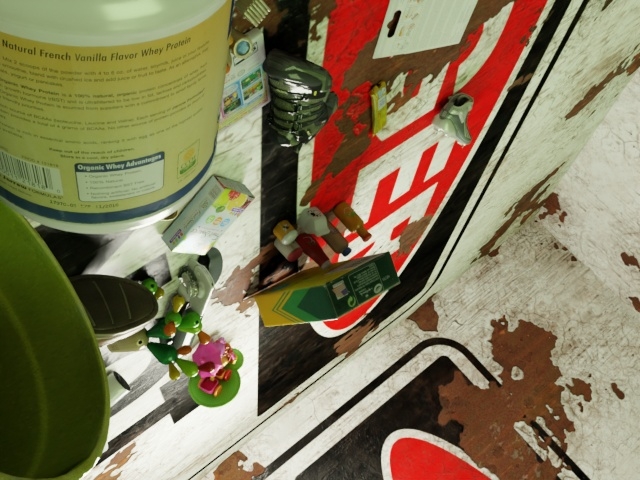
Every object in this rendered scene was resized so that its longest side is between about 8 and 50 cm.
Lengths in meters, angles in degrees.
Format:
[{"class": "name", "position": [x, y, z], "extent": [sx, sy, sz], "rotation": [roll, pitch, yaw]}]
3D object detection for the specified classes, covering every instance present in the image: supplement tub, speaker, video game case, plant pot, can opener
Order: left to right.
[{"class": "plant pot", "position": [-0.444, 0.136, 0.585], "extent": [0.352, 0.367, 0.366], "rotation": [-31, 160, 2]}, {"class": "supplement tub", "position": [-0.185, -0.179, 0.531], "extent": [0.228, 0.228, 0.316], "rotation": [-30, 157, -31]}, {"class": "speaker", "position": [-0.452, 0.326, 1.333], "extent": [0.136, 0.055, 0.055], "rotation": [-41, 160, -6]}, {"class": "can opener", "position": [-0.247, 0.131, 1.285], "extent": [0.093, 0.074, 0.280], "rotation": [-24, 153, -43]}, {"class": "video game case", "position": [-0.138, -0.197, 0.897], "extent": [0.157, 0.019, 0.143], "rotation": [-37, 160, -16]}]

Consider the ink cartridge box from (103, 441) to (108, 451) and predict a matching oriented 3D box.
[{"class": "ink cartridge box", "position": [-0.513, 0.421, 1.361], "extent": [0.122, 0.088, 0.052], "rotation": [-28, 153, -36]}]

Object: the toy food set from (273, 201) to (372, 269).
[{"class": "toy food set", "position": [0.000, 0.000, 1.433], "extent": [0.232, 0.104, 0.111], "rotation": [-17, 149, -50]}]

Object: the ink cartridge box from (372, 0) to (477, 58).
[{"class": "ink cartridge box", "position": [0.173, -0.380, 1.099], "extent": [0.179, 0.045, 0.145], "rotation": [-14, 151, -19]}]

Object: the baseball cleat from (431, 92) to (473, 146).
[{"class": "baseball cleat", "position": [0.325, -0.278, 1.526], "extent": [0.109, 0.072, 0.206], "rotation": [-56, 161, 17]}]

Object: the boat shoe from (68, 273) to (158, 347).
[{"class": "boat shoe", "position": [-0.394, 0.131, 0.981], "extent": [0.307, 0.111, 0.104], "rotation": [-7, 145, -43]}]

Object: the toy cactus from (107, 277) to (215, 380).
[{"class": "toy cactus", "position": [-0.298, 0.175, 1.192], "extent": [0.180, 0.112, 0.219], "rotation": [-15, 128, 11]}]

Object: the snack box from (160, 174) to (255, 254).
[{"class": "snack box", "position": [-0.185, -0.039, 1.103], "extent": [0.141, 0.037, 0.100], "rotation": [-47, 159, 13]}]

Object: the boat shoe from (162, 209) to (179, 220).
[{"class": "boat shoe", "position": [-0.236, -0.064, 0.899], "extent": [0.063, 0.059, 0.170], "rotation": [-41, 167, 4]}]

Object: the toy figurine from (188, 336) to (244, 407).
[{"class": "toy figurine", "position": [-0.249, 0.291, 1.591], "extent": [0.173, 0.130, 0.159], "rotation": [-55, 161, -35]}]

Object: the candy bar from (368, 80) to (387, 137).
[{"class": "candy bar", "position": [0.111, -0.247, 1.260], "extent": [0.040, 0.018, 0.161], "rotation": [-42, 160, -10]}]

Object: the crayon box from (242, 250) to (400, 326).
[{"class": "crayon box", "position": [-0.004, 0.113, 1.478], "extent": [0.202, 0.081, 0.318], "rotation": [-25, -173, -38]}]

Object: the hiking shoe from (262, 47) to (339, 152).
[{"class": "hiking shoe", "position": [-0.034, -0.191, 0.955], "extent": [0.114, 0.086, 0.227], "rotation": [-65, 163, -1]}]

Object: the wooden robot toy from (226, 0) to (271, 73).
[{"class": "wooden robot toy", "position": [-0.119, -0.215, 0.779], "extent": [0.173, 0.079, 0.076], "rotation": [-39, 143, -9]}]
